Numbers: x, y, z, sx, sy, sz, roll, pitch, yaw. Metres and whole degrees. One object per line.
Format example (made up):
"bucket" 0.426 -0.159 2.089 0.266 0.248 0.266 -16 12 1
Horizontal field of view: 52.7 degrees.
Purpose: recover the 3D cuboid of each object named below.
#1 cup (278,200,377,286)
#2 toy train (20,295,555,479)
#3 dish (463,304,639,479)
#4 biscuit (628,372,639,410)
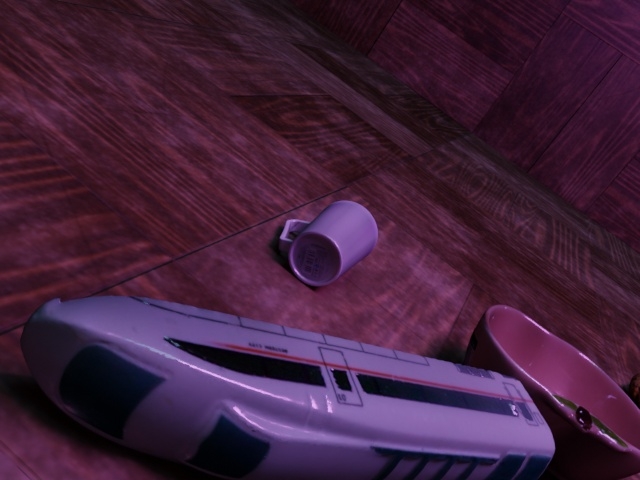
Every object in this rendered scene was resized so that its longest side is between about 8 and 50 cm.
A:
"cup" 0.000 0.000 0.722 0.104 0.074 0.116 15 22 17
"toy train" 0.005 0.124 0.447 0.407 0.086 0.088 18 33 -34
"dish" 0.225 0.166 0.659 0.213 0.090 0.213 31 20 -12
"biscuit" 0.538 0.277 0.932 0.226 0.042 0.226 31 23 -14
